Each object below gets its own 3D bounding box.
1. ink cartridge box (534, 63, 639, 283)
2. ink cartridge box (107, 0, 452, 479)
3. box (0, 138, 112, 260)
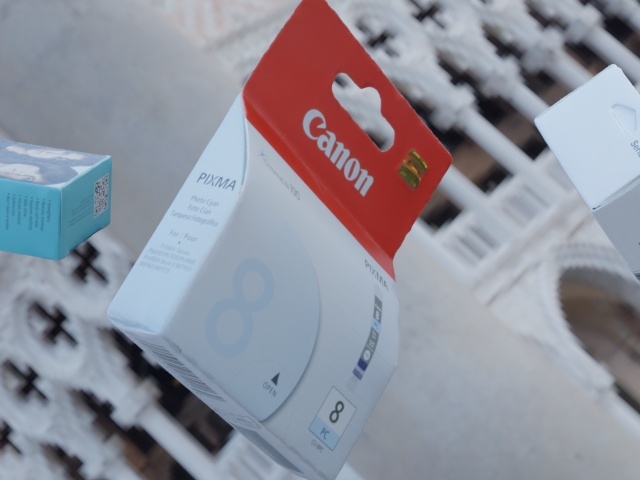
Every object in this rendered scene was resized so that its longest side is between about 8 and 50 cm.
[{"bbox_3d":[0.367,-0.029,1.831,0.114,0.273,0.198,-35,34,9],"label":"ink cartridge box"},{"bbox_3d":[0.000,0.000,1.626,0.308,0.091,0.385,46,-112,-43],"label":"ink cartridge box"},{"bbox_3d":[-0.295,-0.045,1.318,0.100,0.244,0.060,-47,-36,-66],"label":"box"}]
